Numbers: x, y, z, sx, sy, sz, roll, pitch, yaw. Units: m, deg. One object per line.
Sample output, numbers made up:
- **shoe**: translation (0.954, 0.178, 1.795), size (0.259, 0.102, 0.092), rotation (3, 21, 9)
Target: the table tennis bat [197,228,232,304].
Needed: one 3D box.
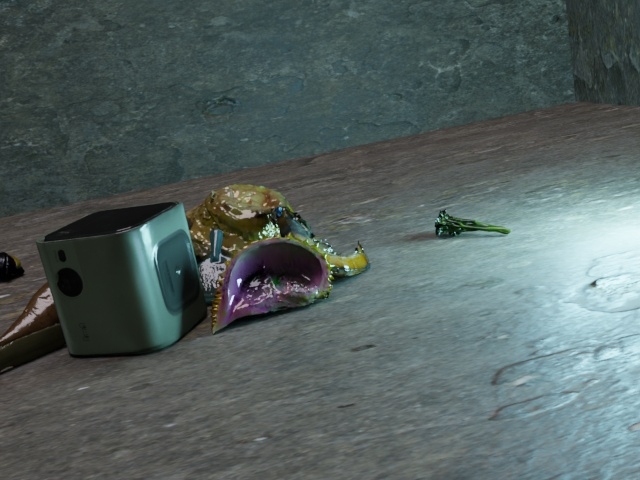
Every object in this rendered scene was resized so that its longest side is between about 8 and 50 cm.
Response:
- **table tennis bat**: translation (-0.239, 0.059, 1.826), size (0.124, 0.033, 0.201), rotation (-9, 53, 7)

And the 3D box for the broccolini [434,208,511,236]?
- **broccolini**: translation (0.364, -0.023, 1.940), size (0.201, 0.058, 0.074), rotation (18, 42, 33)

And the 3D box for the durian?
- **durian**: translation (-0.107, 0.072, 1.658), size (0.260, 0.187, 0.154), rotation (-1, 17, -19)

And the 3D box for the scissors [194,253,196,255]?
- **scissors**: translation (-0.390, 0.061, 2.074), size (0.204, 0.101, 0.027), rotation (-14, -22, 39)

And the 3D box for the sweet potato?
- **sweet potato**: translation (-0.567, 0.145, 1.735), size (0.131, 0.131, 0.336), rotation (-2, 15, 32)

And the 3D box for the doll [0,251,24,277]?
- **doll**: translation (-0.984, 0.072, 2.436), size (0.127, 0.088, 0.248), rotation (-19, 12, -30)

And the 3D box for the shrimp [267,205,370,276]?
- **shrimp**: translation (0.000, 0.000, 1.851), size (0.222, 0.054, 0.290), rotation (5, 27, -36)

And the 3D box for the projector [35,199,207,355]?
- **projector**: translation (-0.396, 0.073, 1.637), size (0.248, 0.249, 0.248), rotation (-6, 16, 21)

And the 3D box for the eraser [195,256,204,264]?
- **eraser**: translation (-0.343, 0.013, 2.221), size (0.111, 0.077, 0.352), rotation (-13, 13, -22)

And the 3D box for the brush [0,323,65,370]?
- **brush**: translation (-0.623, 0.236, 1.568), size (0.048, 0.054, 0.282), rotation (14, 26, 39)

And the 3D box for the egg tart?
- **egg tart**: translation (-0.186, -0.050, 2.016), size (0.351, 0.150, 0.352), rotation (7, 29, -4)
